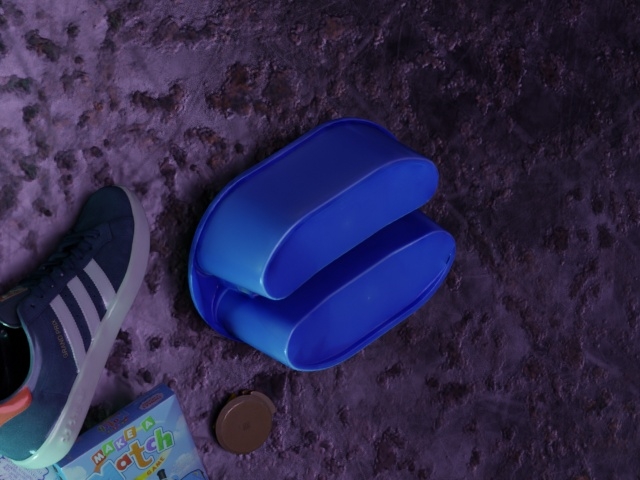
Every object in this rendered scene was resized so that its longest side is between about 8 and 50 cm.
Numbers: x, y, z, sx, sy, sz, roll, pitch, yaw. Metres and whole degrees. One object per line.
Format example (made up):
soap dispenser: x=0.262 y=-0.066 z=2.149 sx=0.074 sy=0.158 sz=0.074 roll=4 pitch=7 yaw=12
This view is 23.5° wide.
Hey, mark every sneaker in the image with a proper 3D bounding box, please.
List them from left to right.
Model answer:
sneaker: x=-0.304 y=0.069 z=1.715 sx=0.148 sy=0.131 sz=0.350 roll=34 pitch=56 yaw=-32

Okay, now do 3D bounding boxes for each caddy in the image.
caddy: x=0.000 y=0.000 z=1.886 sx=0.341 sy=0.179 sz=0.241 roll=-33 pitch=128 yaw=-23

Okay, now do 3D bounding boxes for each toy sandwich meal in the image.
toy sandwich meal: x=-0.097 y=0.224 z=1.918 sx=0.085 sy=0.029 sz=0.086 roll=-6 pitch=105 yaw=-26

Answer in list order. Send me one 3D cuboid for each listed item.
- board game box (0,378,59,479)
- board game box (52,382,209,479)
board game box: x=-0.481 y=0.254 z=1.701 sx=0.319 sy=0.066 sz=0.318 roll=45 pitch=71 yaw=-20
board game box: x=-0.212 y=0.294 z=1.814 sx=0.160 sy=0.039 sz=0.212 roll=-33 pitch=125 yaw=-22
